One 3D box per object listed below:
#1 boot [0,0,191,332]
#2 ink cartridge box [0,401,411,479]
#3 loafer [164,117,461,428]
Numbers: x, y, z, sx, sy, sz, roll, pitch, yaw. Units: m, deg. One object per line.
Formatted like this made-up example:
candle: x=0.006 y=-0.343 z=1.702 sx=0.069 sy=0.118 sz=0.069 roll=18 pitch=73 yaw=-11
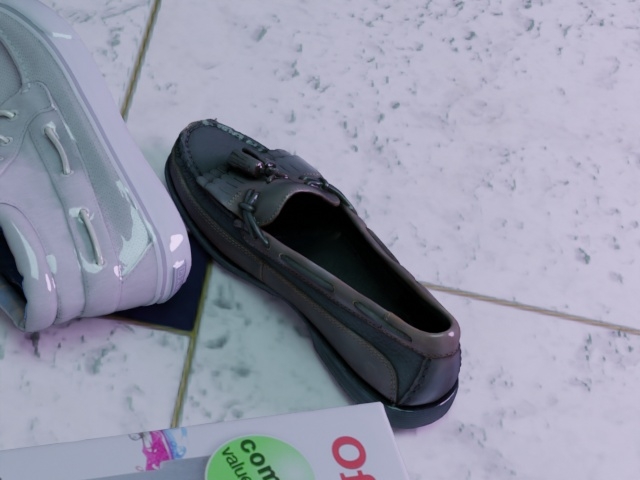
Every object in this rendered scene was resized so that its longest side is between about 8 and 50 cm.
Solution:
boot: x=-0.194 y=-0.056 z=1.018 sx=0.123 sy=0.095 sz=0.258 roll=-16 pitch=56 yaw=-34
ink cartridge box: x=-0.086 y=0.220 z=0.735 sx=0.270 sy=0.197 sz=0.198 roll=-6 pitch=52 yaw=-20
loafer: x=0.000 y=0.000 z=1.028 sx=0.096 sy=0.084 sz=0.267 roll=-27 pitch=61 yaw=-32
